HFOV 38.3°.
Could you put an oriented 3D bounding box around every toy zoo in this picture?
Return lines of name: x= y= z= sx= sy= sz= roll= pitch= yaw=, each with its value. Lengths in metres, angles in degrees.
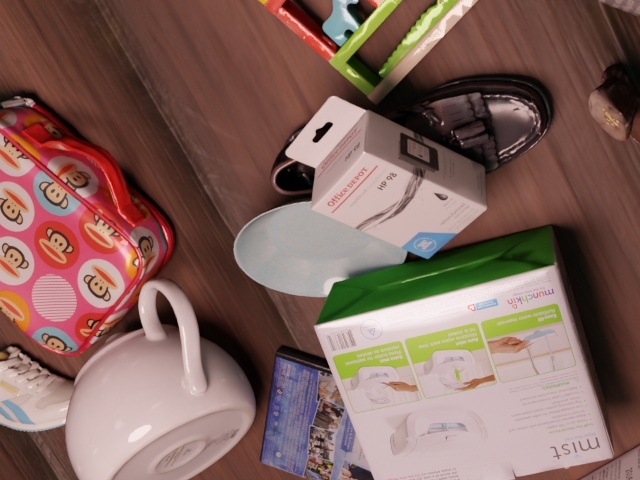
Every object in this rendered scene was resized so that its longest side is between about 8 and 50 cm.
toy zoo: x=0.011 y=-0.298 z=0.919 sx=0.293 sy=0.030 sz=0.192 roll=40 pitch=123 yaw=-9

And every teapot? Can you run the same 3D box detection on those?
teapot: x=-0.215 y=0.190 z=1.150 sx=0.256 sy=0.252 sz=0.187 roll=-35 pitch=66 yaw=2

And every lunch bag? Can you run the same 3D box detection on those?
lunch bag: x=-0.336 y=-0.026 z=1.145 sx=0.293 sy=0.120 sz=0.258 roll=43 pitch=120 yaw=-1

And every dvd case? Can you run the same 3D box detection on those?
dvd case: x=0.050 y=0.248 z=1.175 sx=0.253 sy=0.022 sz=0.180 roll=16 pitch=116 yaw=14

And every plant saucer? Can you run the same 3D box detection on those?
plant saucer: x=0.000 y=0.000 z=1.040 sx=0.194 sy=0.038 sz=0.195 roll=0 pitch=147 yaw=0

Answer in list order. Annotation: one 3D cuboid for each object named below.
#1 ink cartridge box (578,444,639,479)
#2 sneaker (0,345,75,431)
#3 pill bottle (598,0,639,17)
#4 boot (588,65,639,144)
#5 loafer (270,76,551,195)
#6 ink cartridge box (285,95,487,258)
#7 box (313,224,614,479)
ink cartridge box: x=0.300 y=0.398 z=1.001 sx=0.151 sy=0.270 sz=0.395 roll=44 pitch=120 yaw=-4
sneaker: x=-0.426 y=0.205 z=1.301 sx=0.228 sy=0.087 sz=0.092 roll=4 pitch=112 yaw=17
pill bottle: x=0.342 y=-0.258 z=0.737 sx=0.361 sy=0.204 sz=0.204 roll=25 pitch=119 yaw=9
boot: x=0.293 y=-0.110 z=0.871 sx=0.037 sy=0.114 sz=0.106 roll=-37 pitch=96 yaw=30
loafer: x=0.088 y=-0.092 z=0.968 sx=0.302 sy=0.095 sz=0.109 roll=-10 pitch=109 yaw=24
ink cartridge box: x=0.062 y=-0.059 z=0.913 sx=0.180 sy=0.060 sz=0.104 roll=22 pitch=139 yaw=-20
box: x=0.159 y=0.138 z=1.007 sx=0.261 sy=0.127 sz=0.231 roll=-17 pitch=107 yaw=18
